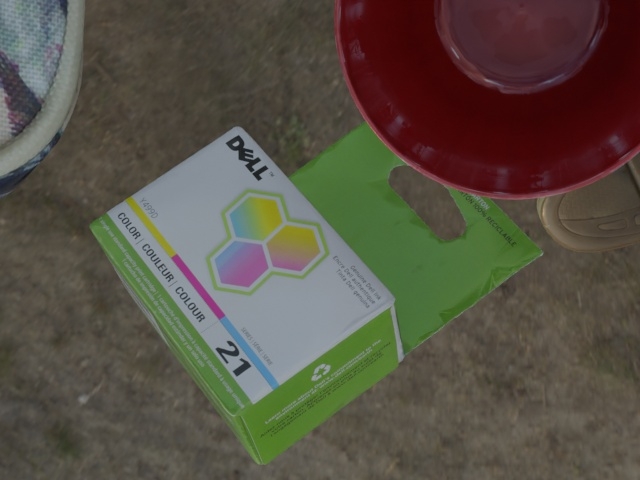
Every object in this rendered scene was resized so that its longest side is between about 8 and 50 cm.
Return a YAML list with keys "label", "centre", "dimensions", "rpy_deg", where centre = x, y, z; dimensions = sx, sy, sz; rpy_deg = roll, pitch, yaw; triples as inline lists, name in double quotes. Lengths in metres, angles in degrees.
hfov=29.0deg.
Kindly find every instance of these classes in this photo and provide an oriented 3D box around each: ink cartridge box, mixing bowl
- label: "ink cartridge box"
  centre: [0.000, 0.000, 0.868]
  dimensions: [0.255, 0.097, 0.189]
  rpy_deg: [-36, 61, -11]
- label: "mixing bowl"
  centre: [0.103, -0.121, 0.655]
  dimensions: [0.181, 0.098, 0.182]
  rpy_deg: [3, 105, 10]

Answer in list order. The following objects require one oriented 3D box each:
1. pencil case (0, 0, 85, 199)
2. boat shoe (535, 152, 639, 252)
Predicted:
- label: "pencil case"
  centre: [-0.233, -0.009, 0.519]
  dimensions: [0.159, 0.184, 0.410]
  rpy_deg: [18, 150, -23]
- label: "boat shoe"
  centre: [0.305, -0.128, 0.998]
  dimensions: [0.342, 0.123, 0.123]
  rpy_deg: [-42, 122, 7]
